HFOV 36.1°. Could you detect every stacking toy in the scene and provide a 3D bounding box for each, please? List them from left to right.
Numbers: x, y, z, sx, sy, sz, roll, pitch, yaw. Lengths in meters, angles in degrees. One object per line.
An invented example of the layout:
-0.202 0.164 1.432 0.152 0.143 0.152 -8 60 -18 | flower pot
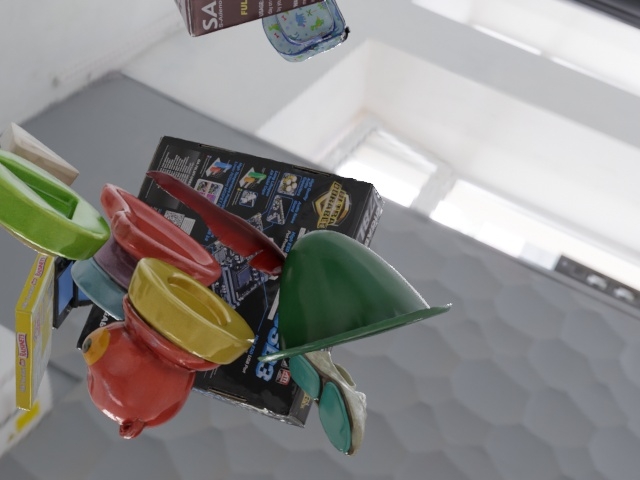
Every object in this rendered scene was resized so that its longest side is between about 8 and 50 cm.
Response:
-0.221 0.033 0.912 0.130 0.279 0.309 -54 18 5 | stacking toy

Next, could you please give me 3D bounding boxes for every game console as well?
-0.357 0.067 1.495 0.107 0.071 0.122 -69 -10 -57 | game console

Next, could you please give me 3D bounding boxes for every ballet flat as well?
0.019 0.157 1.004 0.168 0.052 0.057 -129 47 -55 | ballet flat

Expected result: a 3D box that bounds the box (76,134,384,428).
-0.108 0.040 1.182 0.073 0.293 0.295 53 -126 -65 | box

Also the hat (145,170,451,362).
0.000 0.000 0.864 0.208 0.173 0.183 -4 -104 -59 | hat

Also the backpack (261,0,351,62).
-0.028 -0.329 1.475 0.114 0.105 0.084 -26 -7 12 | backpack

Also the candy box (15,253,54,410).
-0.382 0.124 1.313 0.105 0.027 0.206 -81 5 -47 | candy box

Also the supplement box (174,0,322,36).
0.012 -0.218 0.584 0.239 0.130 0.073 -20 -28 -15 | supplement box
